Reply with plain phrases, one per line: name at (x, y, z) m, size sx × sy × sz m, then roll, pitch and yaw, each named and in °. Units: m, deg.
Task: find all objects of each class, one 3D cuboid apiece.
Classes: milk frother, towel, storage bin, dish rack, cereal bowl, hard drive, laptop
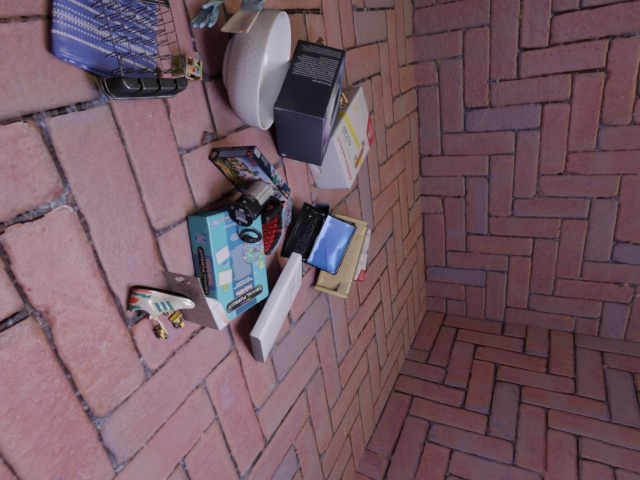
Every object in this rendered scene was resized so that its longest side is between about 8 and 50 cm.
milk frother at (-0.201, -0.083, 1.278) m, size 0.143 × 0.129 × 0.135 m, roll -51°, pitch -177°, yaw 46°
towel at (-0.469, -0.529, 0.925) m, size 0.243 × 0.040 × 0.336 m, roll 0°, pitch 92°, yaw -60°
storage bin at (0.013, -0.092, 1.841) m, size 0.091 × 0.098 × 0.135 m, roll 27°, pitch 70°, yaw -71°
dish rack at (-0.406, -0.462, 0.933) m, size 0.208 × 0.074 × 0.272 m, roll -33°, pitch 119°, yaw -56°
cereal bowl at (-0.198, -0.517, 1.259) m, size 0.339 × 0.141 × 0.339 m, roll 15°, pitch 90°, yaw -86°
hard drive at (-0.156, 0.246, 1.537) m, size 0.233 × 0.047 × 0.353 m, roll 94°, pitch 17°, yaw -54°
laptop at (0.000, 0.000, 1.712) m, size 0.264 × 0.136 × 0.234 m, roll 22°, pitch 91°, yaw -61°

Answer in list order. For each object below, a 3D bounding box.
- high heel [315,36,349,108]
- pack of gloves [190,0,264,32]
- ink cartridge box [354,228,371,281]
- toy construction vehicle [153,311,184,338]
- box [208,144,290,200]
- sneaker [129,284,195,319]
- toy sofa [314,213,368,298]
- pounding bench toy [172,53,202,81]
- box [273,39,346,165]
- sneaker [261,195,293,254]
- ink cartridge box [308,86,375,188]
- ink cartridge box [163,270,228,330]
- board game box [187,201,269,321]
high heel at (0.043, -0.672, 1.697) m, size 0.093 × 0.186 × 0.261 m, roll -136°, pitch -127°, yaw -72°
pack of gloves at (-0.244, -0.658, 1.145) m, size 0.046 × 0.195 × 0.232 m, roll 72°, pitch 34°, yaw -55°
ink cartridge box at (0.152, 0.058, 2.093) m, size 0.197 × 0.114 × 0.273 m, roll 22°, pitch 76°, yaw -60°
toy construction vehicle at (-0.413, 0.220, 1.137) m, size 0.086 × 0.035 × 0.098 m, roll -52°, pitch 138°, yaw -46°
box at (-0.216, -0.205, 1.310) m, size 0.233 × 0.159 × 0.044 m, roll 50°, pitch 49°, yaw -53°
sneaker at (-0.408, 0.167, 1.074) m, size 0.161 × 0.057 × 0.075 m, roll 18°, pitch 87°, yaw -29°
toy sofa at (0.100, 0.070, 1.894) m, size 0.177 × 0.150 × 0.363 m, roll 10°, pitch 95°, yaw -80°
pounding bench toy at (-0.341, -0.459, 1.114) m, size 0.065 × 0.083 × 0.052 m, roll -7°, pitch 100°, yaw -61°
box at (-0.035, -0.473, 1.485) m, size 0.296 × 0.182 × 0.294 m, roll 94°, pitch 12°, yaw -70°
sneaker at (-0.148, -0.064, 1.523) m, size 0.125 × 0.104 × 0.262 m, roll 40°, pitch 59°, yaw -59°
ink cartridge box at (0.088, -0.449, 1.844) m, size 0.385 × 0.160 × 0.279 m, roll -64°, pitch 145°, yaw -35°
ink cartridge box at (-0.341, 0.156, 1.147) m, size 0.045 × 0.145 × 0.179 m, roll -43°, pitch 130°, yaw -46°
board game box at (-0.279, 0.061, 1.317) m, size 0.253 × 0.079 × 0.336 m, roll -29°, pitch 120°, yaw -58°
